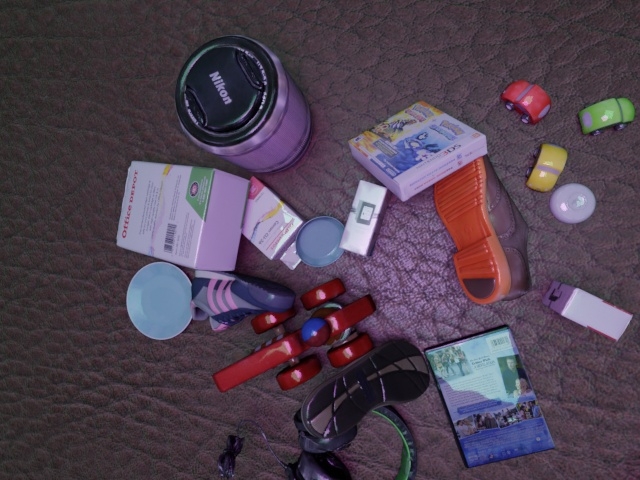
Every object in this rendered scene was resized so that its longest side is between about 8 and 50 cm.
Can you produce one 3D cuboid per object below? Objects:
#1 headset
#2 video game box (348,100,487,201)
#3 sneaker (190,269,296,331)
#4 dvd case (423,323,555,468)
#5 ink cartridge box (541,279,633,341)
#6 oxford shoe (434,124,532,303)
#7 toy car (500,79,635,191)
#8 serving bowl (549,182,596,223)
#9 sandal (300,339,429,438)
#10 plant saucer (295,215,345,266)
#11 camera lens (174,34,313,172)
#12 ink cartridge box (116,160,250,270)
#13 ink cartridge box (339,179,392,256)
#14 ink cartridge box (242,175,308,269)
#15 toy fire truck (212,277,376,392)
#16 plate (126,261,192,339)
[{"bbox_3d":[0.001,0.440,0.856,0.393,0.185,0.244,6,89,2],"label":"headset"},{"bbox_3d":[0.182,-0.183,0.827,0.187,0.048,0.205,-29,43,-7],"label":"video game box"},{"bbox_3d":[-0.172,0.137,0.892,0.318,0.112,0.131,5,83,48],"label":"sneaker"},{"bbox_3d":[0.340,0.319,0.866,0.180,0.022,0.253,-20,84,12],"label":"dvd case"},{"bbox_3d":[0.485,0.125,0.782,0.099,0.135,0.056,27,97,13],"label":"ink cartridge box"},{"bbox_3d":[0.327,-0.057,0.850,0.132,0.130,0.364,0,76,-26],"label":"oxford shoe"},{"bbox_3d":[0.499,-0.233,0.831,0.224,0.053,0.239,-14,85,12],"label":"toy car"},{"bbox_3d":[0.503,-0.075,0.838,0.083,0.027,0.084,0,89,12],"label":"serving bowl"},{"bbox_3d":[0.088,0.283,0.835,0.302,0.086,0.120,-13,77,-27],"label":"sandal"},{"bbox_3d":[0.000,0.000,0.929,0.119,0.021,0.120,-7,114,-16],"label":"plant saucer"},{"bbox_3d":[-0.142,-0.260,0.864,0.219,0.274,0.220,0,88,13],"label":"camera lens"},{"bbox_3d":[-0.308,-0.058,0.936,0.278,0.117,0.202,11,90,33],"label":"ink cartridge box"},{"bbox_3d":[0.102,-0.060,0.890,0.060,0.104,0.180,18,92,14],"label":"ink cartridge box"},{"bbox_3d":[-0.107,-0.036,0.955,0.198,0.067,0.115,41,97,11],"label":"ink cartridge box"},{"bbox_3d":[-0.034,0.196,0.836,0.302,0.254,0.170,-27,83,11],"label":"toy fire truck"},{"bbox_3d":[-0.387,0.147,1.035,0.188,0.024,0.188,-1,87,13],"label":"plate"}]
